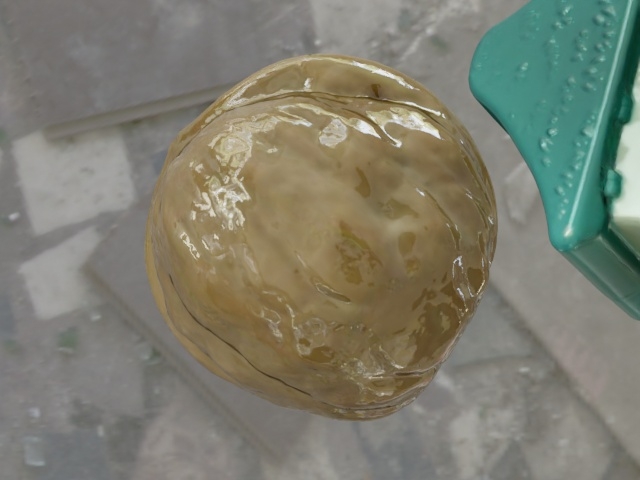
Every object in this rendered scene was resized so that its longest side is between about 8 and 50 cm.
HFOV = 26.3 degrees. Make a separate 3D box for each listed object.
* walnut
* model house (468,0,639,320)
[{"bbox_3d":[0.000,0.000,1.055,0.285,0.285,0.296,62,9,-10],"label":"walnut"},{"bbox_3d":[0.123,-0.041,0.436,0.100,0.149,0.127,32,71,-57],"label":"model house"}]
